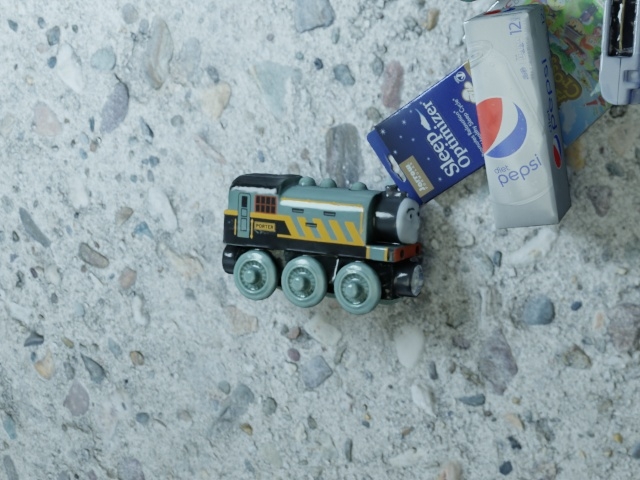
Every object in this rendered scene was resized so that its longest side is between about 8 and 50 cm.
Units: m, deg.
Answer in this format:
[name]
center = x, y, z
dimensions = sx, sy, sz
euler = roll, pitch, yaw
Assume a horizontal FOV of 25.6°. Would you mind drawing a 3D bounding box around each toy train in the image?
[toy train]
center = 0.000, 0.000, 2.108
dimensions = 0.334, 0.142, 0.190
euler = 6, 100, 29

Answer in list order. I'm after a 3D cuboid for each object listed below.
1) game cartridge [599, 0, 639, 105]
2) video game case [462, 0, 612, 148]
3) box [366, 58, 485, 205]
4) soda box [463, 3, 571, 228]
[game cartridge]
center = 0.391, -0.315, 1.727
dimensions = 0.060, 0.196, 0.294
euler = 7, 99, 25
[video game case]
center = 0.323, -0.262, 1.894
dimensions = 0.212, 0.023, 0.193
euler = 48, 123, 7
[box]
center = 0.172, -0.147, 2.014
dimensions = 0.225, 0.036, 0.136
euler = -34, 89, 35
[soda box]
center = 0.265, -0.165, 1.881
dimensions = 0.091, 0.098, 0.286
euler = -5, 104, 23
